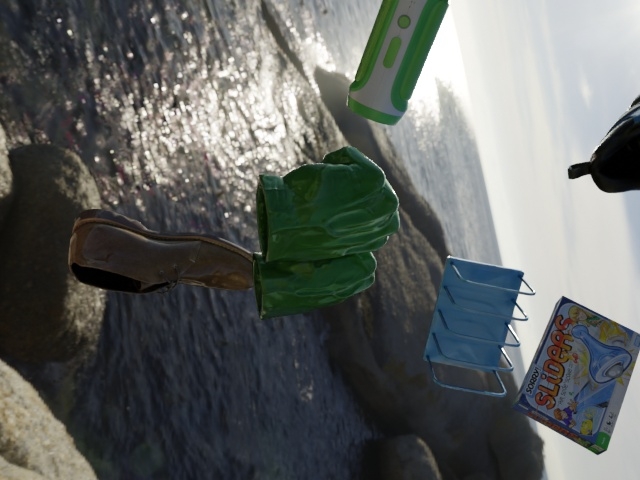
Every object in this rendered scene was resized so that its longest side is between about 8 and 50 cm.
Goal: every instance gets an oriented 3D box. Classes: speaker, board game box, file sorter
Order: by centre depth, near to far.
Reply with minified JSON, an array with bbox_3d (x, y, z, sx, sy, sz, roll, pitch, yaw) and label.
[{"bbox_3d":[0.233,0.127,0.910,0.104,0.118,0.170,-84,-175,-76],"label":"file sorter"},{"bbox_3d":[0.392,0.198,0.935,0.201,0.136,0.035,-56,165,-27],"label":"board game box"},{"bbox_3d":[0.151,-0.374,1.156,0.131,0.131,0.297,-62,174,-66],"label":"speaker"}]

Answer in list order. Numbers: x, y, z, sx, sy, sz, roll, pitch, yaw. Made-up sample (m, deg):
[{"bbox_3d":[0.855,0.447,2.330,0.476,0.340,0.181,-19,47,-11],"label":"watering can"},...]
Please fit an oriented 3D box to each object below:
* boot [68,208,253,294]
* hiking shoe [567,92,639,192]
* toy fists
[{"bbox_3d":[-0.239,0.048,0.972,0.115,0.305,0.112,-99,-150,-46],"label":"boot"},{"bbox_3d":[0.360,-0.077,0.483,0.113,0.132,0.304,60,-24,-13],"label":"hiking shoe"},{"bbox_3d":[0.000,0.000,0.685,0.279,0.142,0.096,104,-24,-58],"label":"toy fists"}]
